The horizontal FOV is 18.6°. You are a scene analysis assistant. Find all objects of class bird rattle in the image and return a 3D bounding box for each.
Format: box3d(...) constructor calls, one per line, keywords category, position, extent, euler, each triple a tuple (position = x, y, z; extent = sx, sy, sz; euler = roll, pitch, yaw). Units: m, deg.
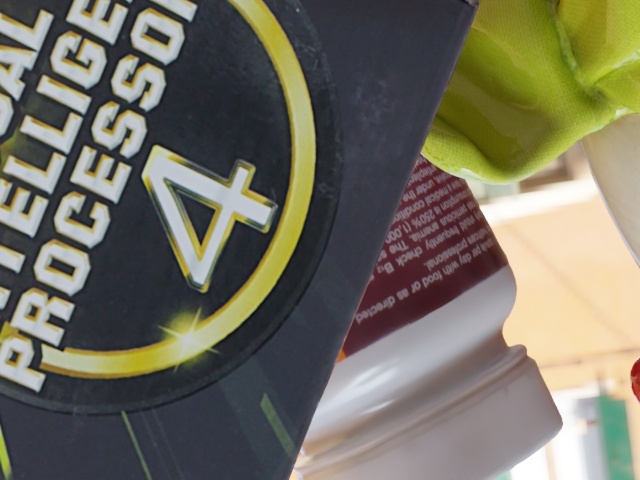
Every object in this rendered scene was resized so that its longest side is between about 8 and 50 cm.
box3d(category="bird rattle", position=(0.131, -0.033, 0.650), extent=(0.143, 0.253, 0.207), euler=(-27, -157, 34))

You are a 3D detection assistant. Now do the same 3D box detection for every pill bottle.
box3d(category="pill bottle", position=(0.000, 0.000, 1.387), extent=(0.224, 0.392, 0.224), euler=(-28, 179, 0))

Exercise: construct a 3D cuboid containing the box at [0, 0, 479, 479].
box3d(category="box", position=(-0.179, 0.059, 0.358), extent=(0.318, 0.395, 0.097), euler=(26, 172, -23))
